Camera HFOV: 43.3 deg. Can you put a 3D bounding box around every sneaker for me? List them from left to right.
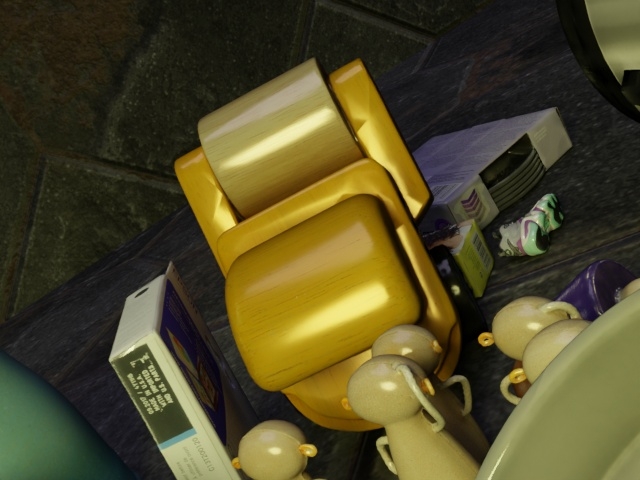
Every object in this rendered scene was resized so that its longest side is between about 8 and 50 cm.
[{"bbox_3d":[0.218,-0.015,0.871,0.069,0.038,0.098,-16,20,42],"label":"sneaker"}]

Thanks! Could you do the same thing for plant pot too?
[{"bbox_3d":[-0.350,0.221,0.765,0.271,0.255,0.272,-27,16,8],"label":"plant pot"}]

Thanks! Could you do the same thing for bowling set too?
[{"bbox_3d":[0.093,0.098,0.517,0.287,0.154,0.200,-20,18,33],"label":"bowling set"}]

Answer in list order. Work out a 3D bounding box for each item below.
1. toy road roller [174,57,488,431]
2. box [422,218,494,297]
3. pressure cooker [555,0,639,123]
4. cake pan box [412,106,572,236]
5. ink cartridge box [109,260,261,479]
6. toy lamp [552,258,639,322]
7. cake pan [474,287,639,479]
[{"bbox_3d":[0.000,0.000,0.694,0.202,0.330,0.240,-27,-7,10],"label":"toy road roller"},{"bbox_3d":[0.072,0.052,0.896,0.232,0.058,0.087,-22,17,30],"label":"box"},{"bbox_3d":[0.403,-0.246,0.638,0.375,0.370,0.420,-29,18,-11],"label":"pressure cooker"},{"bbox_3d":[0.178,-0.081,1.110,0.245,0.070,0.266,-41,18,-29],"label":"cake pan box"},{"bbox_3d":[-0.096,0.136,0.657,0.045,0.206,0.208,-26,14,0],"label":"ink cartridge box"},{"bbox_3d":[0.262,0.013,0.533,0.274,0.080,0.080,-38,6,41],"label":"toy lamp"},{"bbox_3d":[0.135,0.141,0.247,0.293,0.054,0.293,-53,22,32],"label":"cake pan"}]
